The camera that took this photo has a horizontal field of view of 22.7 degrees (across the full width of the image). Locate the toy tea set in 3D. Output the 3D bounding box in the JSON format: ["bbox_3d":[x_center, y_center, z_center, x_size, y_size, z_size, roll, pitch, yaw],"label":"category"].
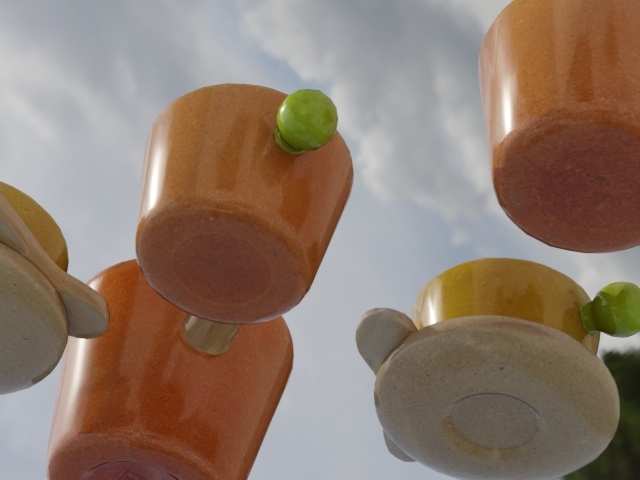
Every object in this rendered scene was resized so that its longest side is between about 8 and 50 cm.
[{"bbox_3d":[0.000,0.000,0.584,0.200,0.336,0.124,58,-151,-36],"label":"toy tea set"}]
